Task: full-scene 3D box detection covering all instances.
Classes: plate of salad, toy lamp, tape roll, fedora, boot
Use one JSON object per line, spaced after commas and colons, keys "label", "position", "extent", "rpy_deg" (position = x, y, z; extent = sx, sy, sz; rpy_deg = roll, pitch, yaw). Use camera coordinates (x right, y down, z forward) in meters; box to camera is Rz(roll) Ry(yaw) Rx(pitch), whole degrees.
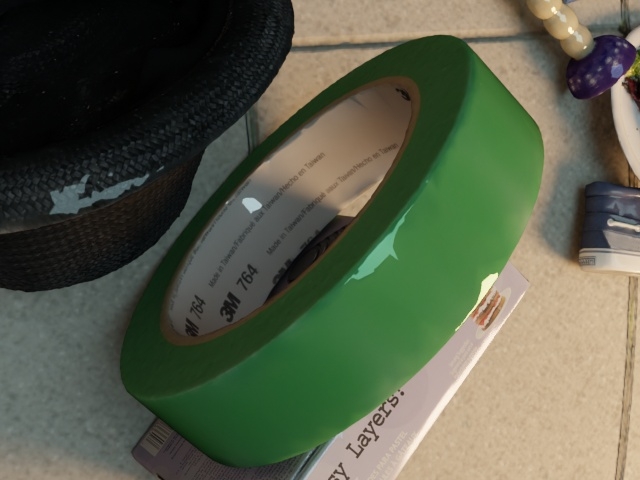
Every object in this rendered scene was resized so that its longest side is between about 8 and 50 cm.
{"label": "plate of salad", "position": [0.356, -0.120, 1.030], "extent": [0.200, 0.048, 0.200], "rpy_deg": [7, 76, -30]}
{"label": "toy lamp", "position": [0.168, -0.240, 0.936], "extent": [0.274, 0.080, 0.080], "rpy_deg": [43, 75, -20]}
{"label": "tape roll", "position": [0.000, 0.000, 0.731], "extent": [0.077, 0.321, 0.321], "rpy_deg": [43, 74, -21]}
{"label": "fedora", "position": [-0.171, -0.082, 0.719], "extent": [0.334, 0.334, 0.152], "rpy_deg": [-25, 139, -23]}
{"label": "boot", "position": [0.335, -0.005, 1.032], "extent": [0.190, 0.069, 0.086], "rpy_deg": [8, 83, -25]}

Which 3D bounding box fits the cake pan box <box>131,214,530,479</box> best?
{"label": "cake pan box", "position": [-0.008, 0.101, 0.774], "extent": [0.070, 0.246, 0.267], "rpy_deg": [43, 74, -21]}

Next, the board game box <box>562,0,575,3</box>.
{"label": "board game box", "position": [0.269, -0.262, 0.978], "extent": [0.090, 0.090, 0.020], "rpy_deg": [-20, 66, -21]}
